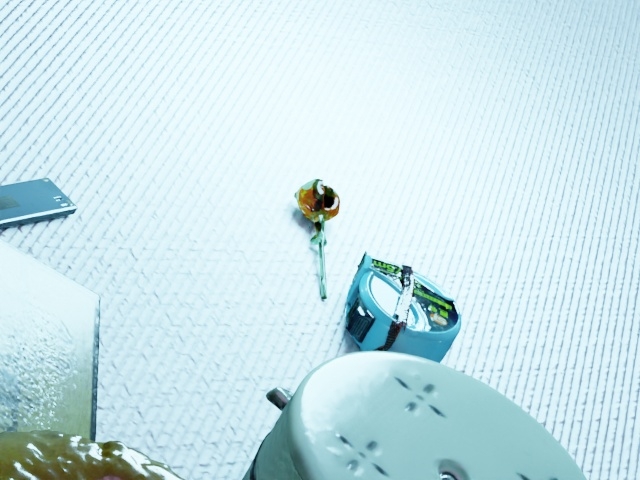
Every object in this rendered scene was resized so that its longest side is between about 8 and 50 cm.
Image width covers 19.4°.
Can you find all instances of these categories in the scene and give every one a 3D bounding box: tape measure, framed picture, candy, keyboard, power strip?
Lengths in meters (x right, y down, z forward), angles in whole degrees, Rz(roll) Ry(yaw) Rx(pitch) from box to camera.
[{"bbox_3d":[0.093,0.083,2.100,0.125,0.081,0.146,23,33,-9],"label":"tape measure"},{"bbox_3d":[-0.327,0.077,1.671,0.338,0.014,0.255,33,37,-34],"label":"framed picture"},{"bbox_3d":[0.000,0.000,2.182,0.055,0.049,0.185,13,44,-17],"label":"candy"},{"bbox_3d":[-0.333,-0.035,1.952,0.055,0.014,0.176,46,34,23],"label":"keyboard"},{"bbox_3d":[0.082,0.265,1.764,0.357,0.161,0.357,22,33,-15],"label":"power strip"}]

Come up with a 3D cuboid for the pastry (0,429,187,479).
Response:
[{"bbox_3d":[-0.197,0.285,1.511,0.329,0.136,0.330,18,32,-12],"label":"pastry"}]
